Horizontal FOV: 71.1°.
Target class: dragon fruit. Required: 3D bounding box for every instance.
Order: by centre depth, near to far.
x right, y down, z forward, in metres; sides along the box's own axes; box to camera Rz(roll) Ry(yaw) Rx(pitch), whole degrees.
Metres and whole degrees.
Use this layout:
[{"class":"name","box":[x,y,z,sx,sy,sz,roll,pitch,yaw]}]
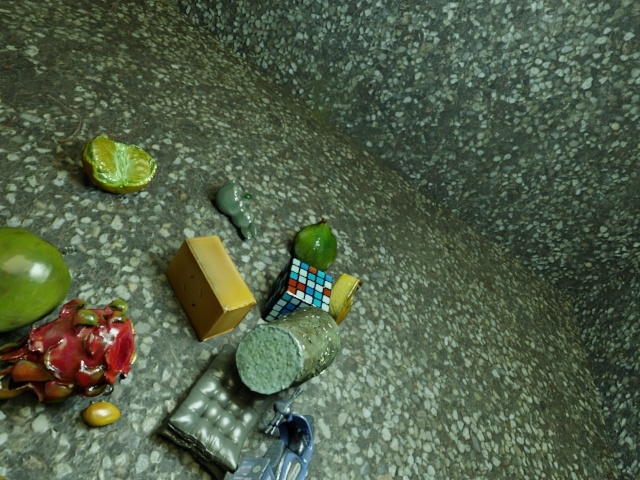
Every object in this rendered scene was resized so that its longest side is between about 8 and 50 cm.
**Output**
[{"class":"dragon fruit","box":[-0.605,0.272,1.082,0.307,0.242,0.228,-36,118,-56]}]

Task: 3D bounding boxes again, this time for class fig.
[{"class":"fig","box":[-0.787,0.112,1.075,0.258,0.258,0.326,48,54,9]},{"class":"fig","box":[0.000,0.000,1.868,0.203,0.235,0.203,21,39,-18]}]

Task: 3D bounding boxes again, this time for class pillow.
[{"class":"pillow","box":[-0.271,0.475,1.277,0.228,0.101,0.326,40,35,-3]}]

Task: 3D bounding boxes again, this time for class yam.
[{"class":"yam","box":[-0.090,0.326,1.363,0.241,0.241,0.348,51,15,13]}]

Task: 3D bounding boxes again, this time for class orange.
[{"class":"orange","box":[-0.710,-0.252,1.566,0.237,0.158,0.180,8,54,-40]}]

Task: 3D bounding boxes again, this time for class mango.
[{"class":"mango","box":[-0.547,0.437,1.123,0.089,0.046,0.060,27,40,-38]}]

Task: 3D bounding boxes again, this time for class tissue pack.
[{"class":"tissue pack","box":[-0.355,0.147,1.449,0.145,0.194,0.275,-14,63,-47]}]

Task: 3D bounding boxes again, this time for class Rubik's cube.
[{"class":"Rubik's cube","box":[-0.081,0.207,1.633,0.187,0.184,0.182,29,39,-17]}]

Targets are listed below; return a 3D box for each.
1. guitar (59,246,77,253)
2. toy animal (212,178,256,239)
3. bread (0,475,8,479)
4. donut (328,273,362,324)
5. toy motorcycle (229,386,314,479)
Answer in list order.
[{"class":"guitar","box":[-0.830,0.034,1.291,0.233,0.025,0.088,-4,54,-42]},{"class":"toy animal","box":[-0.328,-0.110,1.814,0.125,0.127,0.252,-14,77,-60]},{"class":"bread","box":[-0.606,0.568,0.914,0.367,0.084,0.077,38,77,-6]},{"class":"donut","box":[0.067,0.246,1.705,0.101,0.259,0.152,33,54,11]},{"class":"toy motorcycle","box":[-0.103,0.587,1.245,0.358,0.125,0.213,-50,127,-61]}]
